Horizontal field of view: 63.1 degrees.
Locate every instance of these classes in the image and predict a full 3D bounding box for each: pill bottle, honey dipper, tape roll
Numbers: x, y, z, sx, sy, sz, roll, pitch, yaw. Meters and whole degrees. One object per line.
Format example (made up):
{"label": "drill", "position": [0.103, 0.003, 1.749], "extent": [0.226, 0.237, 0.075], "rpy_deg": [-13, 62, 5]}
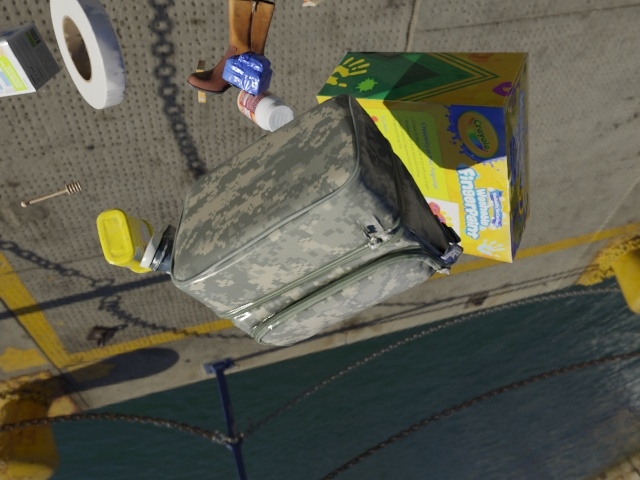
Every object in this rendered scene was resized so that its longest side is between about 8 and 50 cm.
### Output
{"label": "pill bottle", "position": [-0.190, -0.457, 1.814], "extent": [0.121, 0.221, 0.121], "rpy_deg": [-20, 131, -25]}
{"label": "honey dipper", "position": [-0.747, -0.127, 1.449], "extent": [0.160, 0.030, 0.030], "rpy_deg": [-22, 145, -13]}
{"label": "tape roll", "position": [-0.753, -0.622, 1.687], "extent": [0.072, 0.392, 0.392], "rpy_deg": [-27, 151, -33]}

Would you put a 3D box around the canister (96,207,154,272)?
{"label": "canister", "position": [-0.423, 0.002, 1.156], "extent": [0.073, 0.126, 0.170], "rpy_deg": [-17, 172, -3]}

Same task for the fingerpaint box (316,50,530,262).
{"label": "fingerpaint box", "position": [0.244, -0.175, 1.124], "extent": [0.371, 0.163, 0.445], "rpy_deg": [12, 148, 31]}

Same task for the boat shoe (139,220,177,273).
{"label": "boat shoe", "position": [-0.287, 0.017, 1.002], "extent": [0.079, 0.254, 0.095], "rpy_deg": [26, 85, -14]}

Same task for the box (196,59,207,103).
{"label": "box", "position": [-0.416, -0.553, 1.837], "extent": [0.028, 0.081, 0.136], "rpy_deg": [-1, 132, -6]}

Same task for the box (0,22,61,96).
{"label": "box", "position": [-0.701, -0.385, 1.135], "extent": [0.203, 0.103, 0.114], "rpy_deg": [-2, 132, 16]}

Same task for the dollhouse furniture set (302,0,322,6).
{"label": "dollhouse furniture set", "position": [-0.010, -0.818, 1.426], "extent": [0.259, 0.135, 0.262], "rpy_deg": [-35, 119, -7]}

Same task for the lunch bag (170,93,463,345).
{"label": "lunch bag", "position": [0.000, 0.000, 0.686], "extent": [0.305, 0.213, 0.256], "rpy_deg": [-29, 131, 20]}

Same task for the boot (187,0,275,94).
{"label": "boot", "position": [-0.273, -0.591, 1.586], "extent": [0.264, 0.096, 0.280], "rpy_deg": [-10, 140, -26]}

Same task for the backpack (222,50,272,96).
{"label": "backpack", "position": [-0.202, -0.470, 1.439], "extent": [0.120, 0.098, 0.101], "rpy_deg": [24, 120, 8]}
